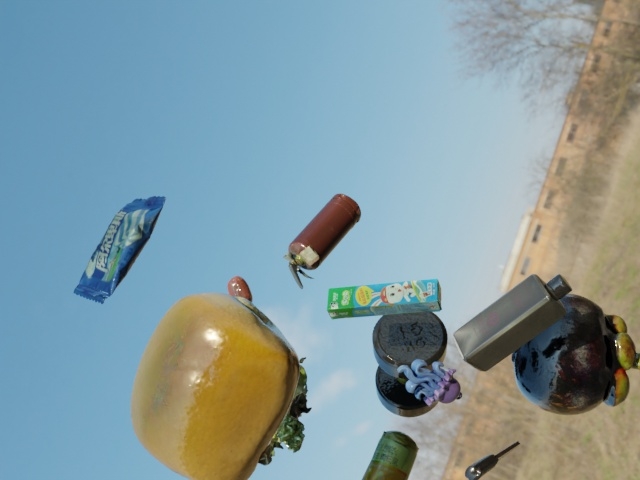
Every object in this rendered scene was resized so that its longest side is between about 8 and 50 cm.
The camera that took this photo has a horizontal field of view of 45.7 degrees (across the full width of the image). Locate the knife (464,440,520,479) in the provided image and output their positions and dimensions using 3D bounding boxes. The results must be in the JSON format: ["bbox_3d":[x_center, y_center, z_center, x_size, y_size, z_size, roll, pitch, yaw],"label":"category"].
[{"bbox_3d":[0.341,0.435,1.497,0.230,0.028,0.060,-6,-43,-52],"label":"knife"}]

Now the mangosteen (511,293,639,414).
[{"bbox_3d":[0.589,0.260,1.720,0.275,0.302,0.274,6,-90,-80],"label":"mangosteen"}]

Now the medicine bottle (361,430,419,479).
[{"bbox_3d":[0.188,0.649,2.124,0.124,0.124,0.238,73,-141,-61],"label":"medicine bottle"}]

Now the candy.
[{"bbox_3d":[-0.536,0.019,2.034,0.077,0.187,0.331,40,-113,-37],"label":"candy"}]

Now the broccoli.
[{"bbox_3d":[-0.151,0.422,2.184,0.348,0.281,0.293,45,-139,-25],"label":"broccoli"}]

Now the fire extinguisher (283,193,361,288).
[{"bbox_3d":[0.000,0.000,1.913,0.269,0.105,0.104,-49,-27,-35],"label":"fire extinguisher"}]

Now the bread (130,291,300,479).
[{"bbox_3d":[-0.239,0.299,1.627,0.253,0.348,0.376,20,-77,-50],"label":"bread"}]

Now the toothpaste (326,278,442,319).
[{"bbox_3d":[0.150,0.139,1.783,0.050,0.267,0.065,62,-153,-51],"label":"toothpaste"}]

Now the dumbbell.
[{"bbox_3d":[0.253,0.349,2.163,0.203,0.204,0.322,-59,-23,-31],"label":"dumbbell"}]

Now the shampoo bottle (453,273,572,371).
[{"bbox_3d":[0.382,0.154,1.492,0.246,0.080,0.079,-41,-51,19],"label":"shampoo bottle"}]

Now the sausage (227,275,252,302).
[{"bbox_3d":[-0.219,0.142,2.061,0.054,0.059,0.094,60,-171,-84],"label":"sausage"}]

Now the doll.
[{"bbox_3d":[0.265,0.337,1.811,0.110,0.206,0.067,-55,28,7],"label":"doll"}]
